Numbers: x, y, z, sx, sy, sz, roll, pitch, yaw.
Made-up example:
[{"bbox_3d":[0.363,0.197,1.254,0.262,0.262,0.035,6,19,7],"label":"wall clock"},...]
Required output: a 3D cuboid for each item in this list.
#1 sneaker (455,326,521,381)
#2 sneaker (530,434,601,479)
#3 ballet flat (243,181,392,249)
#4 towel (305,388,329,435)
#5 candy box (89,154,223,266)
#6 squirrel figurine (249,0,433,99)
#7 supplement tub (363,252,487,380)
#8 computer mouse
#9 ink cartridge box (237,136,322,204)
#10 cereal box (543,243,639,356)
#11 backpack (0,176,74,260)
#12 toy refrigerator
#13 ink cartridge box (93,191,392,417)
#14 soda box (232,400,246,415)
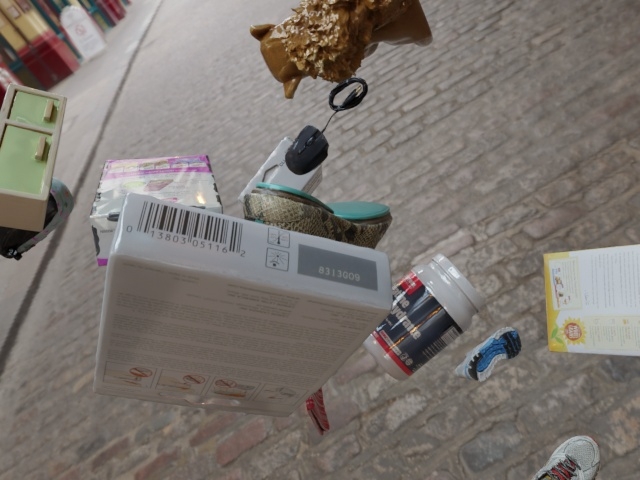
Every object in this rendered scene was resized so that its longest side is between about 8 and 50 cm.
[{"bbox_3d":[0.378,0.258,1.297,0.190,0.071,0.083,-24,-5,-30],"label":"sneaker"},{"bbox_3d":[0.459,0.471,1.093,0.225,0.093,0.088,-48,58,-5],"label":"sneaker"},{"bbox_3d":[0.000,0.000,1.088,0.164,0.182,0.483,11,5,26],"label":"ballet flat"},{"bbox_3d":[-0.022,0.296,1.343,0.031,0.199,0.275,-12,54,3],"label":"towel"},{"bbox_3d":[-0.225,-0.052,0.795,0.159,0.071,0.233,-6,25,-13],"label":"candy box"},{"bbox_3d":[0.021,-0.473,1.225,0.370,0.281,0.397,-23,14,17],"label":"squirrel figurine"},{"bbox_3d":[0.230,0.178,1.335,0.272,0.191,0.191,-40,29,4],"label":"supplement tub"},{"bbox_3d":[0.004,-0.211,1.070,0.242,0.071,0.041,-50,-9,35],"label":"computer mouse"},{"bbox_3d":[-0.095,-0.134,1.458,0.197,0.114,0.273,-52,-2,-1],"label":"ink cartridge box"},{"bbox_3d":[0.478,0.096,0.903,0.240,0.047,0.173,-9,77,53],"label":"cereal box"},{"bbox_3d":[-0.624,-0.064,1.209,0.182,0.152,0.115,-32,14,10],"label":"backpack"},{"bbox_3d":[-0.522,-0.154,1.004,0.094,0.102,0.270,-55,34,42],"label":"toy refrigerator"},{"bbox_3d":[-0.125,0.118,0.749,0.385,0.308,0.091,122,155,-49],"label":"ink cartridge box"},{"bbox_3d":[-0.163,0.185,1.103,0.098,0.286,0.091,-22,15,-24],"label":"soda box"}]
